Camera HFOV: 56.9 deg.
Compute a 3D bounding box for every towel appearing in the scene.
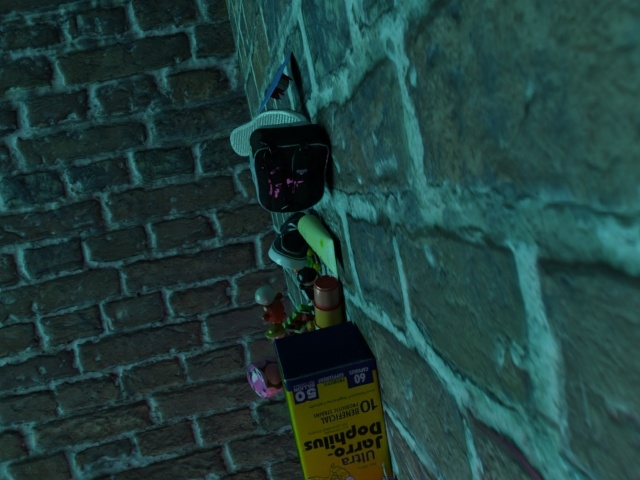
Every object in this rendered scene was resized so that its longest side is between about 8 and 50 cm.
[{"bbox_3d":[-0.015,-0.022,1.612,0.067,0.029,0.120,-115,14,-62],"label":"towel"}]

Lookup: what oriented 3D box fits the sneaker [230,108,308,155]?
[{"bbox_3d":[-0.093,-0.292,1.492,0.282,0.161,0.102,3,116,48],"label":"sneaker"}]

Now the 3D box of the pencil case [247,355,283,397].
[{"bbox_3d":[-0.072,0.326,1.459,0.098,0.209,0.095,62,143,25],"label":"pencil case"}]

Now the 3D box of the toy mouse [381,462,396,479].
[{"bbox_3d":[0.160,0.561,1.257,0.143,0.031,0.161,90,166,-58],"label":"toy mouse"}]

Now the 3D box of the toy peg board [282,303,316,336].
[{"bbox_3d":[-0.053,0.299,1.936,0.161,0.079,0.161,-51,41,35],"label":"toy peg board"}]

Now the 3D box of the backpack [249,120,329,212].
[{"bbox_3d":[-0.068,-0.156,1.265,0.144,0.165,0.189,-109,13,-49],"label":"backpack"}]

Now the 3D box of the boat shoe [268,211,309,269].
[{"bbox_3d":[-0.071,-0.010,1.663,0.301,0.108,0.102,-73,3,-72],"label":"boat shoe"}]

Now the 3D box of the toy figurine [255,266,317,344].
[{"bbox_3d":[-0.066,0.199,1.656,0.210,0.212,0.148,-110,-4,-47],"label":"toy figurine"}]

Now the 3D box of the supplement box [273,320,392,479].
[{"bbox_3d":[0.030,0.398,1.337,0.195,0.194,0.357,-123,22,-69],"label":"supplement box"}]

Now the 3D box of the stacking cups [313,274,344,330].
[{"bbox_3d":[0.031,0.231,1.528,0.096,0.095,0.317,-113,18,-54],"label":"stacking cups"}]

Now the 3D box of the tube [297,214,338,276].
[{"bbox_3d":[0.000,0.000,1.444,0.070,0.062,0.240,36,-173,-26],"label":"tube"}]

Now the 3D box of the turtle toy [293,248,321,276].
[{"bbox_3d":[-0.058,0.064,1.793,0.130,0.066,0.095,64,152,10],"label":"turtle toy"}]

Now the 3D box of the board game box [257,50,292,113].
[{"bbox_3d":[-0.098,-0.372,1.428,0.133,0.033,0.169,-45,23,49],"label":"board game box"}]

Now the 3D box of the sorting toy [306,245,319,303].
[{"bbox_3d":[-0.042,0.056,1.936,0.307,0.041,0.229,110,144,-65],"label":"sorting toy"}]
